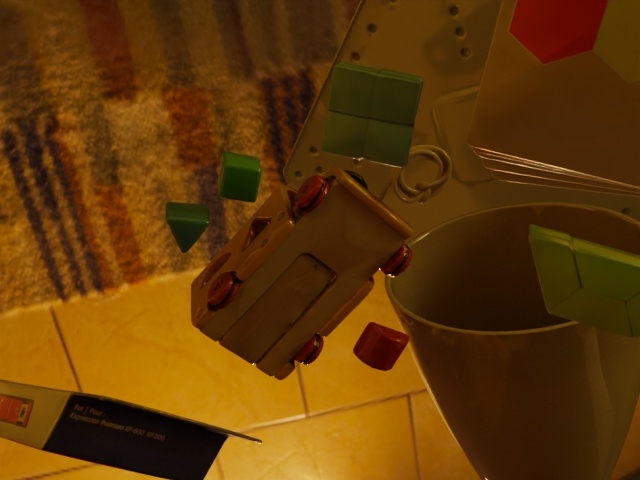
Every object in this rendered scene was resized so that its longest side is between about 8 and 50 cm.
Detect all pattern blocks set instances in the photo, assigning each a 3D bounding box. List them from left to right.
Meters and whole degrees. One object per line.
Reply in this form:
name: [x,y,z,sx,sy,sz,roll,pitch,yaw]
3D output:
pattern blocks set: [0.170,-0.086,0.376,0.325,0.026,0.285,22,115,4]

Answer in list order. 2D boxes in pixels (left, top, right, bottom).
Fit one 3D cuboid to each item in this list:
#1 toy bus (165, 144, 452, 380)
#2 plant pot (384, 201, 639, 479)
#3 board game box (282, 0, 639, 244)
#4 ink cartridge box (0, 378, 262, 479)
toy bus: [-0.012,0.005,0.645,0.202,0.104,0.190,-6,117,-7]
plant pot: [0.214,0.138,0.842,0.257,0.256,0.273,-14,115,-3]
board game box: [0.196,-0.128,0.938,0.390,0.050,0.390,31,125,5]
ink cartridge box: [-0.240,0.195,0.862,0.176,0.371,0.069,26,68,-35]
